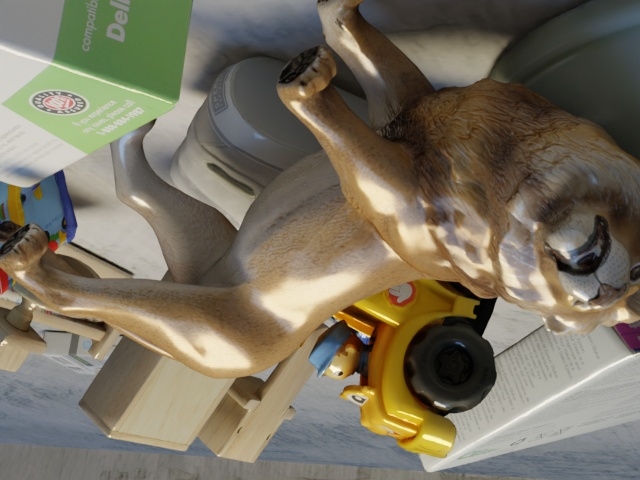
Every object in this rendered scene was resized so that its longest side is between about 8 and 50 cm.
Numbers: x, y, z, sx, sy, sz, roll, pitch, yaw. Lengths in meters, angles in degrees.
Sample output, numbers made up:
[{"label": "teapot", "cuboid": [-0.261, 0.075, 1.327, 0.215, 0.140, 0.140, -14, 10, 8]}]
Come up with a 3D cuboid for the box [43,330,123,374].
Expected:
[{"label": "box", "cuboid": [-0.297, 0.172, 1.771, 0.186, 0.038, 0.145, 3, 163, 14]}]

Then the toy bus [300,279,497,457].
[{"label": "toy bus", "cuboid": [0.035, 0.040, 0.932, 0.211, 0.220, 0.149, 14, 167, -4]}]

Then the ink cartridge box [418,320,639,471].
[{"label": "ink cartridge box", "cuboid": [0.291, 0.092, 1.035, 0.324, 0.071, 0.330, -4, 154, -39]}]

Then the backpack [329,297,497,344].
[{"label": "backpack", "cuboid": [0.059, 0.055, 1.093, 0.173, 0.117, 0.158, 26, 162, -1]}]

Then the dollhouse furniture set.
[{"label": "dollhouse furniture set", "cuboid": [-0.197, 0.010, 1.075, 0.355, 0.174, 0.303, 39, -174, 35]}]

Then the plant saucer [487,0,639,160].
[{"label": "plant saucer", "cuboid": [0.299, -0.039, 0.763, 0.400, 0.101, 0.400, 6, 162, 2]}]

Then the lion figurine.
[{"label": "lion figurine", "cuboid": [0.000, 0.000, 0.727, 0.392, 0.142, 0.240, -22, 124, 33]}]

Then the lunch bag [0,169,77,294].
[{"label": "lunch bag", "cuboid": [-0.353, -0.039, 0.824, 0.293, 0.138, 0.221, 11, -151, 17]}]

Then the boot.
[{"label": "boot", "cuboid": [0.023, -0.030, 0.845, 0.258, 0.095, 0.123, 28, 145, -14]}]

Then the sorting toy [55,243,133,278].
[{"label": "sorting toy", "cuboid": [-0.342, 0.029, 1.334, 0.208, 0.038, 0.193, -7, 159, 25]}]

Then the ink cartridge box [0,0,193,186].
[{"label": "ink cartridge box", "cuboid": [-0.262, -0.144, 0.587, 0.353, 0.119, 0.207, 16, 161, -32]}]
